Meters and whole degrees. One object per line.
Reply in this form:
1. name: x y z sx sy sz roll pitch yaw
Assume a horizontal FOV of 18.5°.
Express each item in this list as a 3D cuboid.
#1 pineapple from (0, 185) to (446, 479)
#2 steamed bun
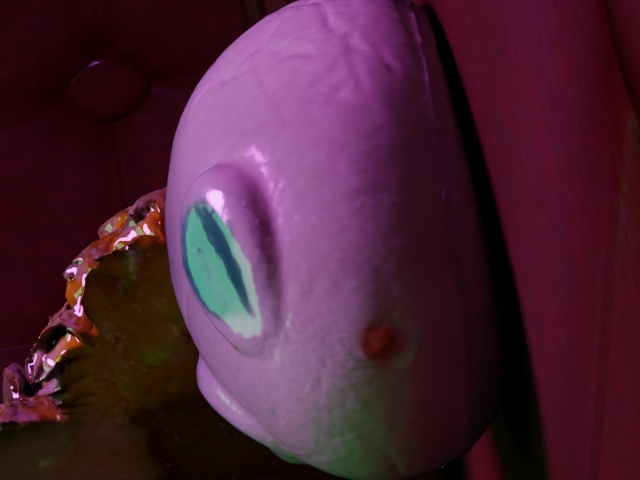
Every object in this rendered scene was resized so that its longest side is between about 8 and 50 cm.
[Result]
1. pineapple: -0.082 0.056 1.113 0.209 0.286 0.344 -105 7 -59
2. steamed bun: 0.000 0.000 0.834 0.177 0.130 0.228 84 177 -48
